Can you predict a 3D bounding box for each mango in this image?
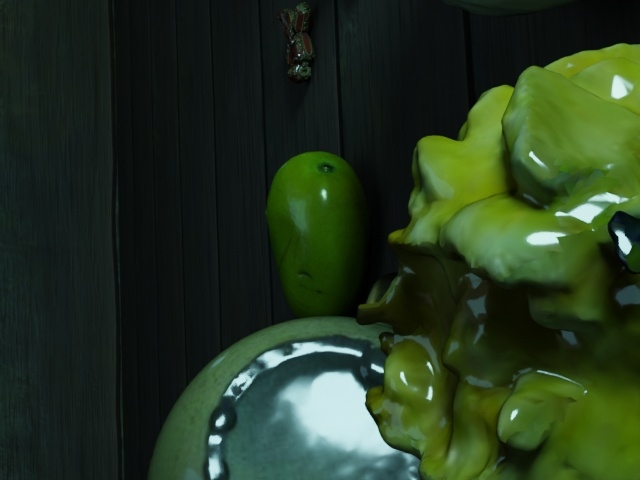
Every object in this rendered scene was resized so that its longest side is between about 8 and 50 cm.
[{"bbox_3d":[0.003,-0.001,0.981,0.117,0.089,0.163,-3,99,64],"label":"mango"}]

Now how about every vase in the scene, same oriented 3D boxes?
[{"bbox_3d":[0.018,0.172,0.774,0.302,0.240,0.329,93,-165,-55],"label":"vase"}]

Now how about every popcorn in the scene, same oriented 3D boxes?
[{"bbox_3d":[0.121,0.026,0.429,0.169,0.189,0.218,125,142,-65],"label":"popcorn"}]

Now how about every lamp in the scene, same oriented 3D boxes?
[{"bbox_3d":[-0.025,-0.210,1.143,0.063,0.031,0.083,-165,71,-72],"label":"lamp"}]

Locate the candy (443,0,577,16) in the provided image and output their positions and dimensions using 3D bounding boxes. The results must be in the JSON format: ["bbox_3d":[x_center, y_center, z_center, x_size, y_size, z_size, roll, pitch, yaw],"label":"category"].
[{"bbox_3d":[0.091,-0.255,0.539,0.295,0.185,0.296,176,90,-77],"label":"candy"}]
